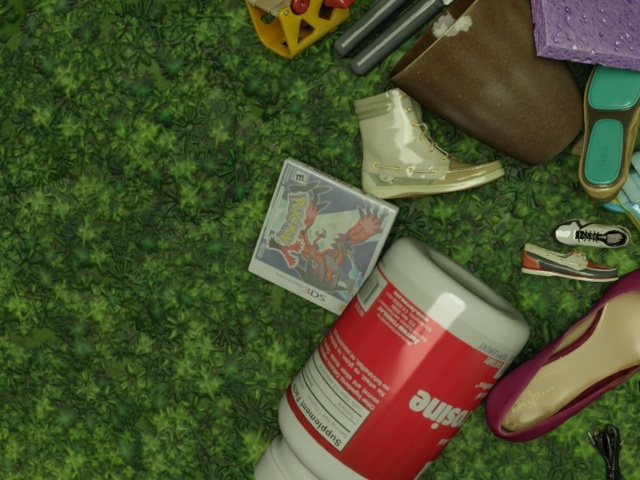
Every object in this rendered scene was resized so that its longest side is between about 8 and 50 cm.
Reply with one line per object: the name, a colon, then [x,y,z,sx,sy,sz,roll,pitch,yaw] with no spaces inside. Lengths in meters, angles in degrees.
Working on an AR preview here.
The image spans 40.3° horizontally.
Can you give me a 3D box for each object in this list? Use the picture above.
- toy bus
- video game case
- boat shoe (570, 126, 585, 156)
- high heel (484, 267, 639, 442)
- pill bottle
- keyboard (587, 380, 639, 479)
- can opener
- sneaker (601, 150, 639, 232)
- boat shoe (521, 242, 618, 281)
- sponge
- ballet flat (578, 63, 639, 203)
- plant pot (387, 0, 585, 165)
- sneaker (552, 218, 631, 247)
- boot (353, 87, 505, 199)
toy bus: [-0.007,-0.352,1.276,0.202,0.190,0.104,-5,136,14]
video game case: [0.000,0.000,1.312,0.184,0.023,0.201,26,117,10]
boat shoe: [0.395,-0.189,1.224,0.048,0.056,0.152,14,104,7]
high heel: [0.392,0.153,1.182,0.377,0.181,0.127,-41,85,13]
pill bottle: [0.088,0.216,1.233,0.229,0.229,0.407,37,101,8]
keyboard: [0.501,0.354,1.251,0.202,0.033,0.317,-8,91,14]
can opener: [0.138,-0.353,1.248,0.283,0.095,0.076,-40,84,12]
sneaker: [0.467,-0.137,1.176,0.208,0.127,0.318,-13,86,17]
boat shoe: [0.358,0.033,1.252,0.137,0.049,0.043,7,94,17]
sponge: [0.373,-0.274,1.116,0.210,0.031,0.117,6,63,-13]
ballet flat: [0.385,-0.155,1.156,0.080,0.073,0.232,11,71,25]
plant pot: [0.248,-0.217,1.193,0.230,0.215,0.215,44,102,-10]
sneaker: [0.387,-0.009,1.243,0.109,0.044,0.040,2,96,14]
boot: [0.154,-0.147,1.267,0.213,0.077,0.165,-6,93,21]
